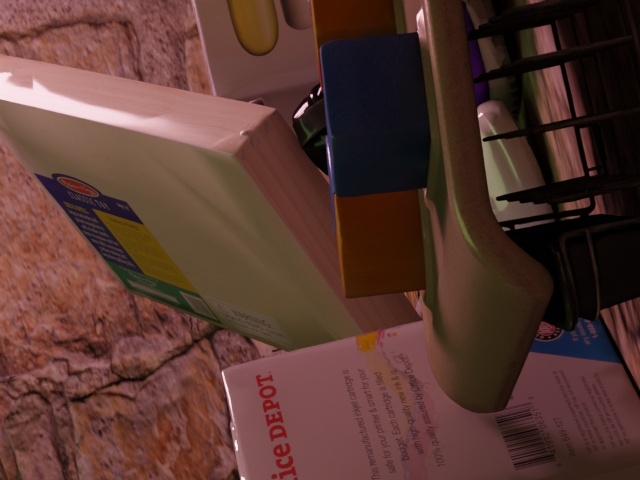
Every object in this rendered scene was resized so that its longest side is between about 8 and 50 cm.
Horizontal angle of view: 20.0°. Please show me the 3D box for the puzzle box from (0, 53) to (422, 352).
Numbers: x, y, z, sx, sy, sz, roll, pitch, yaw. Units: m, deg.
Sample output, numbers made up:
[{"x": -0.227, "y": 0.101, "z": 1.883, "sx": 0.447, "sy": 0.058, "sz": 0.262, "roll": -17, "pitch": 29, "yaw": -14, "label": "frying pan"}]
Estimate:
[{"x": -0.108, "y": -0.024, "z": 1.496, "sx": 0.409, "sy": 0.052, "sz": 0.272, "roll": 17, "pitch": 150, "yaw": 49, "label": "puzzle box"}]

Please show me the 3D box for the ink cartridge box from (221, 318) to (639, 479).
[{"x": 0.075, "y": 0.161, "z": 1.091, "sx": 0.171, "sy": 0.232, "sz": 0.168, "roll": -106, "pitch": 4, "yaw": -55, "label": "ink cartridge box"}]

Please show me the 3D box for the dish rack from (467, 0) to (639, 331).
[{"x": 0.107, "y": -0.101, "z": 0.876, "sx": 0.208, "sy": 0.074, "sz": 0.271, "roll": -158, "pitch": 55, "yaw": -86, "label": "dish rack"}]

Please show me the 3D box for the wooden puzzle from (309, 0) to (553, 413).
[{"x": 0.031, "y": -0.098, "z": 0.925, "sx": 0.322, "sy": 0.080, "sz": 0.348, "roll": 86, "pitch": 173, "yaw": -75, "label": "wooden puzzle"}]

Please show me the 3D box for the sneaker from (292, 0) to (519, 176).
[{"x": 0.052, "y": -0.098, "z": 1.260, "sx": 0.293, "sy": 0.146, "sz": 0.102, "roll": 82, "pitch": 174, "yaw": -66, "label": "sneaker"}]

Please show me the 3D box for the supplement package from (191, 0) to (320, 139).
[{"x": -0.014, "y": -0.204, "z": 1.616, "sx": 0.149, "sy": 0.194, "sz": 0.203, "roll": 81, "pitch": 175, "yaw": -72, "label": "supplement package"}]

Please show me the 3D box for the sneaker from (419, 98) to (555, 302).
[{"x": 0.108, "y": 0.013, "z": 1.200, "sx": 0.080, "sy": 0.094, "sz": 0.212, "roll": -105, "pitch": 3, "yaw": -66, "label": "sneaker"}]

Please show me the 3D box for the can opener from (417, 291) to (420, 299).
[{"x": 0.128, "y": 0.055, "z": 1.404, "sx": 0.186, "sy": 0.073, "sz": 0.059, "roll": -174, "pitch": 79, "yaw": -78, "label": "can opener"}]

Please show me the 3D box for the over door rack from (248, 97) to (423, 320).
[{"x": 0.000, "y": 0.000, "z": 1.586, "sx": 0.324, "sy": 0.108, "sz": 0.239, "roll": 46, "pitch": 159, "yaw": -15, "label": "over door rack"}]
